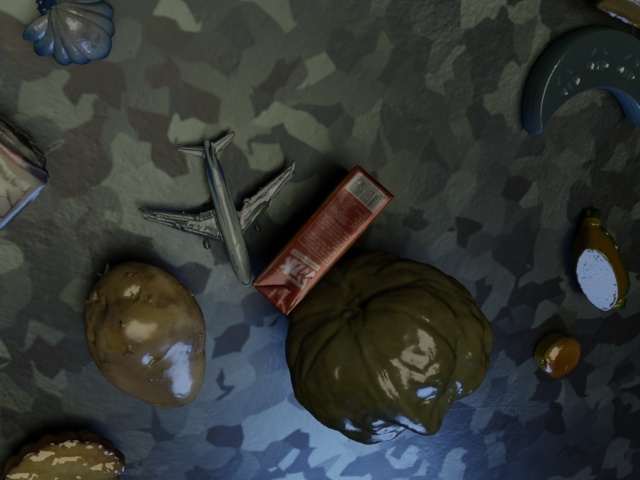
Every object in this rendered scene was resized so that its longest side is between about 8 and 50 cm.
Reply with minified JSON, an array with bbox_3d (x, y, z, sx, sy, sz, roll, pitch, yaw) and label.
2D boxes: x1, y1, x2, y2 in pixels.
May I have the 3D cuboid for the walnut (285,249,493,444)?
[{"bbox_3d":[0.096,0.157,1.049,0.282,0.253,0.277,-54,142,-4],"label":"walnut"}]

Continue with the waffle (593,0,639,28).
[{"bbox_3d":[0.599,-0.442,1.054,0.304,0.077,0.348,20,94,-11],"label":"waffle"}]

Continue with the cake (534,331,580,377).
[{"bbox_3d":[0.437,0.211,1.330,0.084,0.044,0.084,-9,114,-20],"label":"cake"}]

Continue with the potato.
[{"bbox_3d":[-0.238,0.139,0.990,0.161,0.128,0.234,-4,117,-15],"label":"potato"}]

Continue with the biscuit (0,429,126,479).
[{"bbox_3d":[-0.383,0.327,1.049,0.183,0.061,0.118,-18,115,-16],"label":"biscuit"}]

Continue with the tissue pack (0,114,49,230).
[{"bbox_3d":[-0.508,-0.037,0.813,0.343,0.125,0.242,-47,119,2],"label":"tissue pack"}]

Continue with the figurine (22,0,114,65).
[{"bbox_3d":[-0.285,-0.249,0.852,0.114,0.079,0.114,-42,151,-30],"label":"figurine"}]

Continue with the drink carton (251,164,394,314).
[{"bbox_3d":[0.000,0.000,1.025,0.071,0.096,0.223,42,86,-3],"label":"drink carton"}]

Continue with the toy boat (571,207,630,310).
[{"bbox_3d":[0.499,0.051,1.278,0.088,0.089,0.229,-53,128,-41],"label":"toy boat"}]

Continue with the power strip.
[{"bbox_3d":[0.439,-0.252,1.136,0.253,0.054,0.167,-9,115,-17],"label":"power strip"}]

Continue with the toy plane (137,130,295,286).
[{"bbox_3d":[-0.130,-0.039,0.999,0.226,0.058,0.226,-19,120,-15],"label":"toy plane"}]
